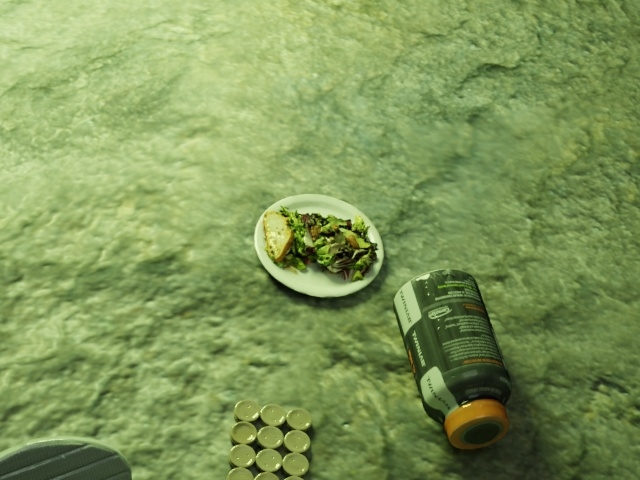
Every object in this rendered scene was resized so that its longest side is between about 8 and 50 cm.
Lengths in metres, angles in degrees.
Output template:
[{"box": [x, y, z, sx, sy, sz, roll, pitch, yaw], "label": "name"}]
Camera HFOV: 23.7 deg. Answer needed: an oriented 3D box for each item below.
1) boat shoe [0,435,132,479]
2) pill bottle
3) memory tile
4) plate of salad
[{"box": [-0.401, 0.313, 1.854, 0.335, 0.119, 0.121, -12, 90, -20], "label": "boat shoe"}, {"box": [0.192, 0.171, 2.156, 0.130, 0.130, 0.245, -3, 52, -16], "label": "pill bottle"}, {"box": [-0.070, 0.286, 2.077, 0.113, 0.012, 0.148, 9, 50, -6], "label": "memory tile"}, {"box": [0.000, 0.000, 2.305, 0.200, 0.048, 0.199, 7, 49, -8], "label": "plate of salad"}]
